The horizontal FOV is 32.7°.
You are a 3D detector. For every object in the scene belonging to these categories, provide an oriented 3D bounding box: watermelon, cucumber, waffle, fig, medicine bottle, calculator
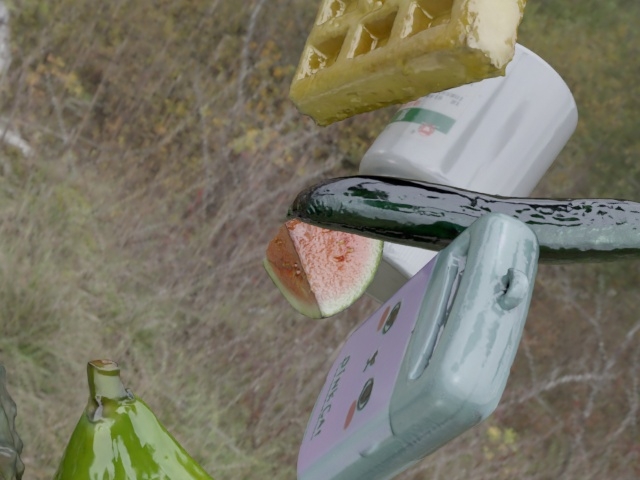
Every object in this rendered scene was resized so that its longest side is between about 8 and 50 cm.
[{"bbox_3d":[0.000,0.000,1.059,0.094,0.135,0.125,40,0,-34],"label":"watermelon"},{"bbox_3d":[0.117,-0.013,0.774,0.284,0.056,0.056,5,41,2],"label":"cucumber"},{"bbox_3d":[0.084,-0.219,0.853,0.055,0.221,0.248,29,69,-30],"label":"waffle"},{"bbox_3d":[-0.122,0.270,0.840,0.233,0.314,0.233,22,6,-3],"label":"fig"},{"bbox_3d":[0.163,-0.083,1.417,0.208,0.208,0.339,37,72,1],"label":"medicine bottle"},{"bbox_3d":[0.057,0.077,0.669,0.045,0.246,0.141,30,54,-9],"label":"calculator"}]

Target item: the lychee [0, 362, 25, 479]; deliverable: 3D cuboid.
[{"bbox_3d":[-0.310,0.135,0.639,0.274,0.255,0.255,30,31,-47],"label":"lychee"}]
